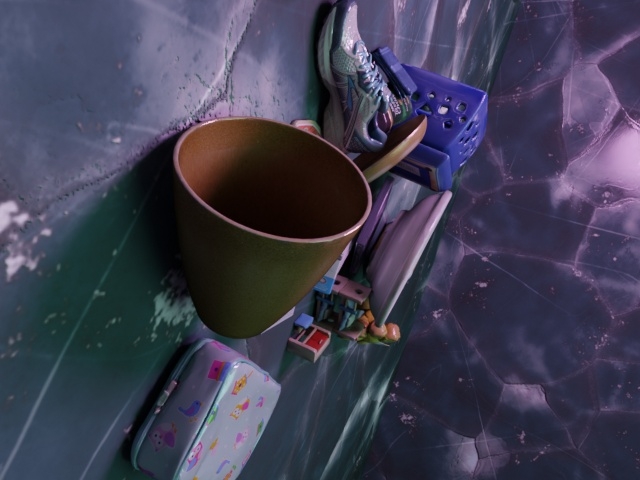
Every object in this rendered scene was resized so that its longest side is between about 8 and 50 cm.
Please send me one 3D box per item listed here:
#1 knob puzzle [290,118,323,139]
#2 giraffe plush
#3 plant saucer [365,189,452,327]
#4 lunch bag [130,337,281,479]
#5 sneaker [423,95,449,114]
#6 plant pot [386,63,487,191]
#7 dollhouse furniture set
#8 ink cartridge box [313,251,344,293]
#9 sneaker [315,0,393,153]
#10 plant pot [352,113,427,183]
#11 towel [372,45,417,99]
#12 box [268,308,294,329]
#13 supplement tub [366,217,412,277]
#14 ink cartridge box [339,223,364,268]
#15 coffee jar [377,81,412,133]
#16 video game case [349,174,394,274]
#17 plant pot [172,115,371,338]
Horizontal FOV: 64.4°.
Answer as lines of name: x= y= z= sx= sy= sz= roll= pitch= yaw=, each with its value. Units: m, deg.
knob puzzle: x=-0.031 y=-0.132 z=0.922 sx=0.213 sy=0.029 sz=0.213 roll=-52 pitch=152 yaw=-41
giraffe plush: x=0.167 y=0.235 z=1.615 sx=0.210 sy=0.181 sz=0.171 roll=38 pitch=52 yaw=-58
plant saucer: x=0.211 y=0.033 z=1.339 sx=0.401 sy=0.100 sz=0.400 roll=-57 pitch=168 yaw=-19
lunch bag: x=-0.178 y=0.293 z=0.826 sx=0.224 sy=0.107 sz=0.279 roll=-60 pitch=157 yaw=-18
sneaker: x=0.354 y=-0.434 z=1.537 sx=0.292 sy=0.110 sz=0.118 roll=-26 pitch=142 yaw=-61
plant pot: x=0.268 y=-0.269 z=1.292 sx=0.212 sy=0.235 sz=0.236 roll=-61 pitch=160 yaw=-5
dollhouse furniture set: x=0.025 y=0.189 z=1.219 sx=0.183 sy=0.128 sz=0.130 roll=-43 pitch=146 yaw=-51
ink cartridge box: x=0.000 y=0.000 z=0.983 sx=0.060 sy=0.104 sz=0.180 roll=-56 pitch=165 yaw=-72
sneaker: x=0.073 y=-0.282 z=0.901 sx=0.110 sy=0.122 sz=0.283 roll=-55 pitch=149 yaw=-39
plant pot: x=0.118 y=-0.166 z=1.014 sx=0.236 sy=0.032 sz=0.236 roll=-36 pitch=-167 yaw=10
towel: x=0.160 y=-0.363 z=1.099 sx=0.029 sy=0.119 sz=0.067 roll=-33 pitch=-172 yaw=38
box: x=-0.090 y=0.077 z=0.902 sx=0.126 sy=0.072 sz=0.137 roll=-18 pitch=124 yaw=-65
supplement tub: x=0.241 y=0.042 z=1.611 sx=0.200 sy=0.144 sz=0.144 roll=-57 pitch=156 yaw=-31
ink cartridge box: x=0.039 y=-0.049 z=1.147 sx=0.189 sy=0.066 sz=0.232 roll=-58 pitch=160 yaw=-31
coffee jar: x=0.132 y=-0.283 z=1.104 sx=0.184 sy=0.079 sz=0.096 roll=-43 pitch=111 yaw=-51
video game case: x=0.132 y=-0.031 z=1.350 sx=0.274 sy=0.026 sz=0.196 roll=95 pitch=20 yaw=-72
plant pot: x=-0.086 y=0.008 z=0.674 sx=0.237 sy=0.237 sz=0.254 roll=-46 pitch=163 yaw=-48
